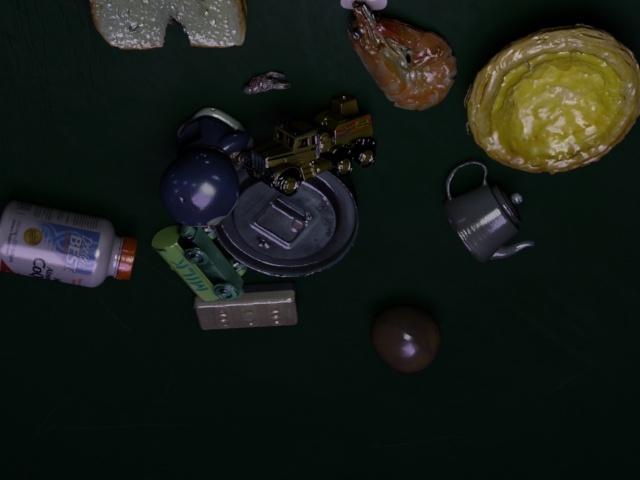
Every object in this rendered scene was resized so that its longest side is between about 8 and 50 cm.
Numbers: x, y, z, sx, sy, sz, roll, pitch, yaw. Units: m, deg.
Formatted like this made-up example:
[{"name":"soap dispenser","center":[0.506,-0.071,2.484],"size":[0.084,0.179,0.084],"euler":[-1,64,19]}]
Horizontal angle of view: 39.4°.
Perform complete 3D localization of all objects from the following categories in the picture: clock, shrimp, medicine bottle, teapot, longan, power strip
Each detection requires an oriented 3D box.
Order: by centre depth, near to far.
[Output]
[{"name":"shrimp","center":[0.147,-0.346,1.649],"size":[0.154,0.062,0.294],"euler":[-35,136,20]},{"name":"shrimp","center":[-0.104,-0.304,1.714],"size":[0.092,0.029,0.038],"euler":[-9,129,0]},{"name":"clock","center":[-0.229,-0.133,1.737],"size":[0.199,0.243,0.146],"euler":[-26,130,27]},{"name":"teapot","center":[0.360,-0.064,1.907],"size":[0.149,0.162,0.239],"euler":[-33,99,19]},{"name":"clock","center":[-0.075,-0.059,1.911],"size":[0.318,0.066,0.319],"euler":[2,128,2]},{"name":"medicine bottle","center":[-0.551,0.014,1.947],"size":[0.288,0.157,0.157],"euler":[12,136,-14]},{"name":"power strip","center":[-0.185,0.162,2.182],"size":[0.256,0.070,0.105],"euler":[-3,137,3]},{"name":"longan","center":[0.214,0.243,2.219],"size":[0.189,0.189,0.189],"euler":[-1,137,-1]}]

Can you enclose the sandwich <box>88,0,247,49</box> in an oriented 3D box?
[{"name":"sandwich","center":[-0.262,-0.437,1.517],"size":[0.273,0.095,0.249],"euler":[-2,141,-1]}]

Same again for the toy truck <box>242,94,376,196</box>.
[{"name":"toy truck","center":[-0.019,-0.181,1.707],"size":[0.257,0.127,0.127],"euler":[-26,130,-27]}]

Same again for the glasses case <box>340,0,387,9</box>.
[{"name":"glasses case","center":[0.077,-0.427,1.588],"size":[0.083,0.021,0.032],"euler":[0,137,-2]}]

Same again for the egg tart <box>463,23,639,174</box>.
[{"name":"egg tart","center":[0.432,-0.275,1.680],"size":[0.345,0.132,0.345],"euler":[-1,136,-1]}]

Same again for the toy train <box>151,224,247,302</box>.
[{"name":"toy train","center":[-0.280,0.052,2.050],"size":[0.157,0.105,0.253],"euler":[-7,139,27]}]
